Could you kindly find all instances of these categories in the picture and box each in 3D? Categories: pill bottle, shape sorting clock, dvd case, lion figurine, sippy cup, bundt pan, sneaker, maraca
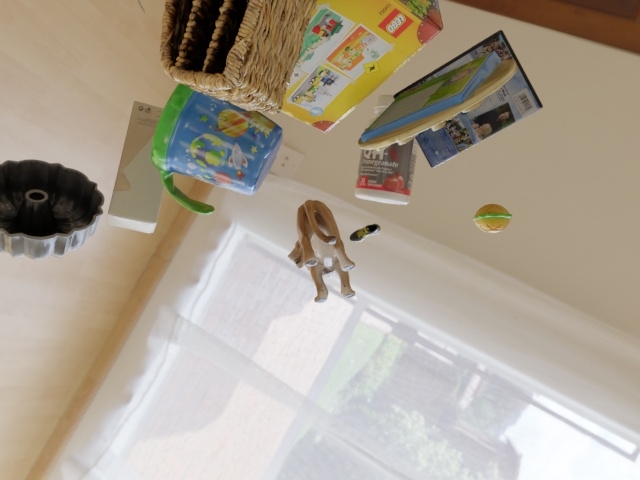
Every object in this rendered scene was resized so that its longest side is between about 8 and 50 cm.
[{"bbox_3d":[0.215,-0.279,1.650,0.176,0.176,0.319,5,94,-68],"label":"pill bottle"},{"bbox_3d":[0.140,-0.164,0.649,0.206,0.206,0.040,-48,113,-35],"label":"shape sorting clock"},{"bbox_3d":[0.304,-0.291,1.107,0.253,0.180,0.022,-28,180,18],"label":"dvd case"},{"bbox_3d":[0.000,0.000,1.262,0.142,0.240,0.392,-10,152,-8],"label":"lion figurine"},{"bbox_3d":[-0.210,-0.216,1.150,0.305,0.224,0.240,119,-4,-54],"label":"sippy cup"},{"bbox_3d":[-0.751,-0.071,1.393,0.331,0.330,0.124,-35,157,-51],"label":"bundt pan"},{"bbox_3d":[0.109,-0.023,1.307,0.083,0.031,0.035,-23,159,4],"label":"sneaker"},{"bbox_3d":[0.586,-0.077,1.796,0.185,0.127,0.099,18,69,-78],"label":"maraca"}]

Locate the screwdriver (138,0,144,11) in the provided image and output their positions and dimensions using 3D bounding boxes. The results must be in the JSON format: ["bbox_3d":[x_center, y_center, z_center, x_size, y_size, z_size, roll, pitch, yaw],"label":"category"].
[{"bbox_3d":[-0.482,-0.659,1.324,0.170,0.025,0.024,61,8,-29],"label":"screwdriver"}]

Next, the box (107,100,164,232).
[{"bbox_3d":[-0.470,-0.189,1.404,0.148,0.121,0.311,154,-54,-66],"label":"box"}]

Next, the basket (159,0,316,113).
[{"bbox_3d":[-0.137,-0.366,0.774,0.223,0.213,0.299,-17,128,-76],"label":"basket"}]

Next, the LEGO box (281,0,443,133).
[{"bbox_3d":[0.020,-0.568,1.466,0.372,0.500,0.193,20,54,-33],"label":"LEGO box"}]
